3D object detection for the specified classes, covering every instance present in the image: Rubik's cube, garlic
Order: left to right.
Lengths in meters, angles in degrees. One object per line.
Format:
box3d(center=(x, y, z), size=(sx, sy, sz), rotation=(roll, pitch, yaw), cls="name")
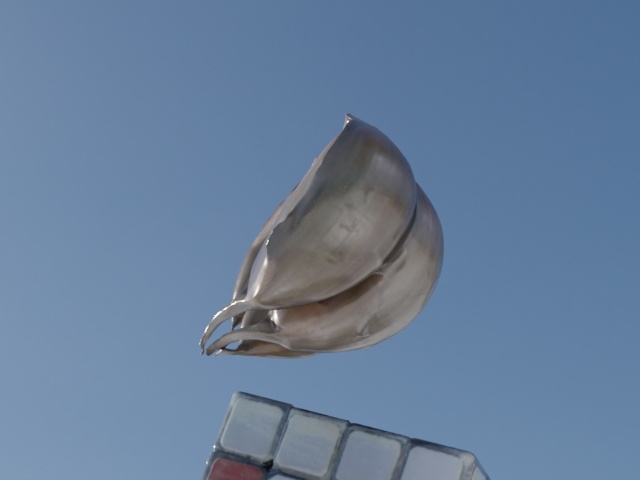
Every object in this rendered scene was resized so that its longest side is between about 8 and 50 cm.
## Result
box3d(center=(0.000, 0.000, 1.486), size=(0.237, 0.292, 0.210), rotation=(1, -37, 43), cls="garlic")
box3d(center=(0.021, 0.322, 1.464), size=(0.259, 0.253, 0.256), rotation=(11, -21, 21), cls="Rubik's cube")
